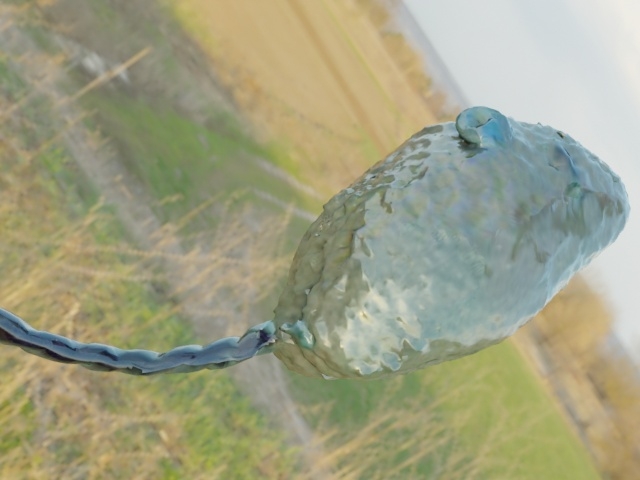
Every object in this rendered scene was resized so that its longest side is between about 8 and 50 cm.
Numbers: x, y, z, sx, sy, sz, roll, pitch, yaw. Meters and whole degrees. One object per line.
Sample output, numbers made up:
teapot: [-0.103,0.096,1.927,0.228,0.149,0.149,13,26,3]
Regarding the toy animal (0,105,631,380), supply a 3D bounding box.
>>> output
toy animal: [-0.003,0.009,0.385,0.253,0.070,0.079,-11,70,-32]
